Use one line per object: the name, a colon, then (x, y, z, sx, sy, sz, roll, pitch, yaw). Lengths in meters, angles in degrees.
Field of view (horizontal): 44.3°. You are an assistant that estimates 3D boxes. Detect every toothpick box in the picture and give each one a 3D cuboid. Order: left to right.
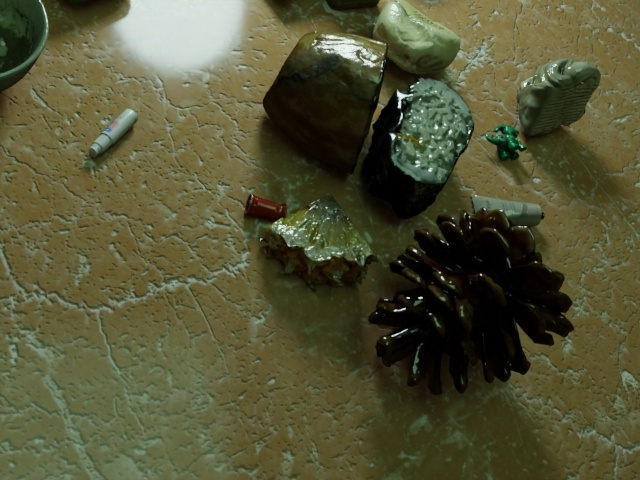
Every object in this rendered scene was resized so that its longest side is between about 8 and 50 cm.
toothpick box: (-0.112, -0.065, 1.636, 0.083, 0.047, 0.047, 16, 57, -18)

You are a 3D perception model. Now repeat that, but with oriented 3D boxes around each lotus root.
lotus root: (0.027, -0.349, 1.723, 0.250, 0.316, 0.316, 24, 55, -2)

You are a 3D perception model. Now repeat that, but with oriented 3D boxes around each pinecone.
pinecone: (0.271, 0.142, 1.533, 0.385, 0.384, 0.384, 12, 59, -19)

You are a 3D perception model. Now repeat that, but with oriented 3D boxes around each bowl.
bowl: (-0.671, -0.378, 1.486, 0.290, 0.146, 0.289, 11, 61, -20)

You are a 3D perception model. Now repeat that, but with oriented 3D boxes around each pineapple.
pineapple: (0.000, 0.000, 1.614, 0.237, 0.114, 0.186, 24, 55, -8)

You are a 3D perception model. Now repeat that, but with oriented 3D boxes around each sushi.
sushi: (0.216, -0.213, 1.801, 0.211, 0.171, 0.350, 28, 55, -11)

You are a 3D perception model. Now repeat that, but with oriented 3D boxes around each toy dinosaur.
toy dinosaur: (0.474, -0.259, 2.025, 0.132, 0.059, 0.096, -1, 55, -35)

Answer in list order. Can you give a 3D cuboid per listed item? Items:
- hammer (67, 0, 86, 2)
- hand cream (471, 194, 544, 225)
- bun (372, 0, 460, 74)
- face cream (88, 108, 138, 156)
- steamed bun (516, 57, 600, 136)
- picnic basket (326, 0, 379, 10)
hammer: (-0.563, -0.672, 1.735, 0.335, 0.119, 0.206, 45, 53, 12)
hand cream: (0.458, -0.068, 1.910, 0.186, 0.054, 0.087, 4, 57, -16)
bun: (0.236, -0.508, 2.001, 0.230, 0.145, 0.229, 26, 21, -11)
face cream: (-0.419, -0.215, 1.582, 0.034, 0.034, 0.130, 36, 55, -3)
steamed bun: (0.609, -0.391, 2.081, 0.211, 0.217, 0.144, -15, 49, -26)
picnic basket: (0.072, -0.740, 2.046, 0.165, 0.139, 0.266, -15, 70, -31)
